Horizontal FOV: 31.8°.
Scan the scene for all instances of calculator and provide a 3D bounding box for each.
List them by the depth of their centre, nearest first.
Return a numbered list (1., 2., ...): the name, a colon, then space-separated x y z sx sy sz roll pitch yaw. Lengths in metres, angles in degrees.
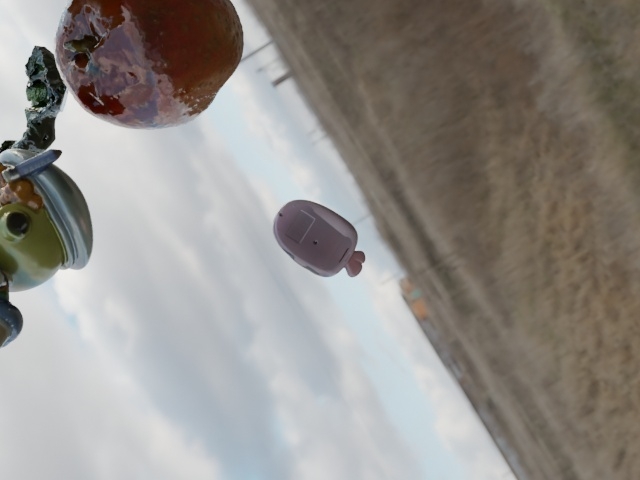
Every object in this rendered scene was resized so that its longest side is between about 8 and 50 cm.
1. calculator: 0.000 0.000 1.802 0.166 0.103 0.024 33 177 -6

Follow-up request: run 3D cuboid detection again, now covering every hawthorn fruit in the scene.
1. hawthorn fruit: -0.277 -0.304 1.734 0.299 0.275 0.275 -15 -110 -53

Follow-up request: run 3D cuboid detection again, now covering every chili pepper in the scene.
1. chili pepper: -0.605 -0.286 2.438 0.116 0.265 0.148 18 -169 2

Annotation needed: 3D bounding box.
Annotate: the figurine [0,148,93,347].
1. figurine: -0.464 0.057 1.660 0.205 0.382 0.224 28 154 -22
